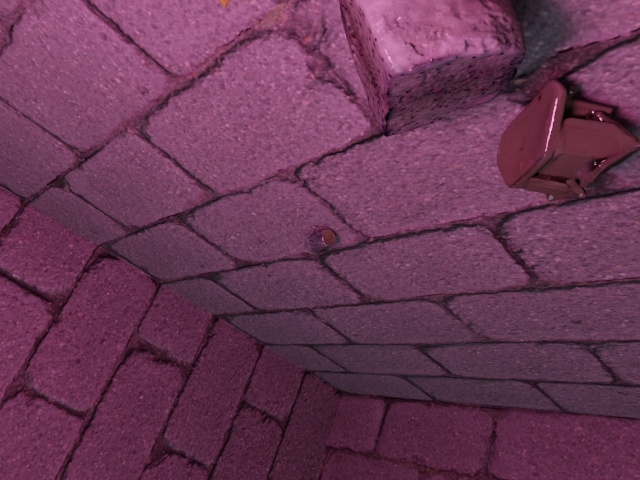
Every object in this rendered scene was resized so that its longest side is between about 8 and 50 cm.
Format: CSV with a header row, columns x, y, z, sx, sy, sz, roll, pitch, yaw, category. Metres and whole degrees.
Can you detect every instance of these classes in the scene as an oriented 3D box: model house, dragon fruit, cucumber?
x,y,z,sx,sy,sz,roll,pitch,yaw,category
0.431,-0.156,0.927,0.188,0.122,0.229,16,157,-1,model house
0.157,-0.302,0.774,0.221,0.203,0.283,-16,173,5,dragon fruit
-0.001,0.001,1.574,0.064,0.064,0.112,30,149,-16,cucumber

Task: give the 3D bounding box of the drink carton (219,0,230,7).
x,y,z,sx,sy,sz,roll,pitch,yaw,category
-0.204,-0.472,0.837,0.200,0.074,0.084,38,147,-27,drink carton
